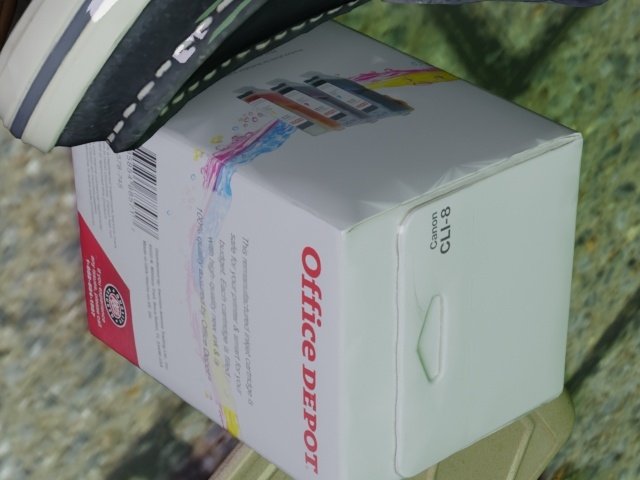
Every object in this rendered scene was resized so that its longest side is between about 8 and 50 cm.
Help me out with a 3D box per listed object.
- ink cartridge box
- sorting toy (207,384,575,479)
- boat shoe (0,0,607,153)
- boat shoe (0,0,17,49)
[{"bbox_3d":[0.000,0.000,0.775,0.127,0.176,0.128,-22,127,-34],"label":"ink cartridge box"},{"bbox_3d":[0.049,0.145,1.013,0.229,0.041,0.307,-54,138,-13],"label":"sorting toy"},{"bbox_3d":[0.096,-0.165,0.738,0.500,0.187,0.156,-35,89,-22],"label":"boat shoe"},{"bbox_3d":[-0.178,-0.159,0.597,0.285,0.089,0.104,71,35,-43],"label":"boat shoe"}]
